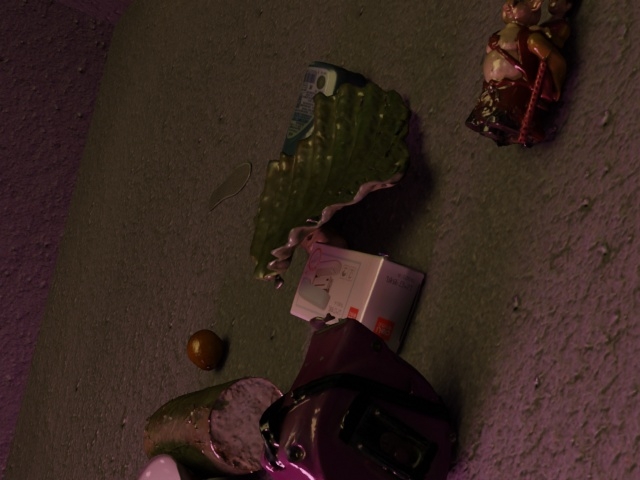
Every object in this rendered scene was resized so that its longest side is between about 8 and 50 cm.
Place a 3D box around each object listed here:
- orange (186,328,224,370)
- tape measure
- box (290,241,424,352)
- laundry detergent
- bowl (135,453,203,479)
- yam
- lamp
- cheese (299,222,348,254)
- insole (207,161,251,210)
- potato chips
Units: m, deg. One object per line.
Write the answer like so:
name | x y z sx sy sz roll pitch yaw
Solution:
orange | -0.229 0.219 2.229 0.085 0.085 0.085 -46 33 42
tape measure | 0.046 0.245 1.402 0.149 0.245 0.231 -29 30 54
box | 0.053 0.081 1.720 0.269 0.079 0.135 15 85 67
laundry detergent | -0.013 -0.182 2.066 0.143 0.094 0.290 27 99 57
bowl | -0.227 0.536 1.859 0.337 0.157 0.337 -45 36 47
yam | -0.181 0.328 1.923 0.304 0.168 0.168 -27 47 58
lamp | 0.272 -0.248 1.472 0.118 0.118 0.253 9 81 66
cheese | 0.000 0.000 1.947 0.065 0.043 0.194 -63 22 4
insole | -0.208 -0.124 2.536 0.232 0.003 0.080 -30 45 56
potato chips | -0.006 -0.094 1.836 0.373 0.097 0.389 -44 24 21
